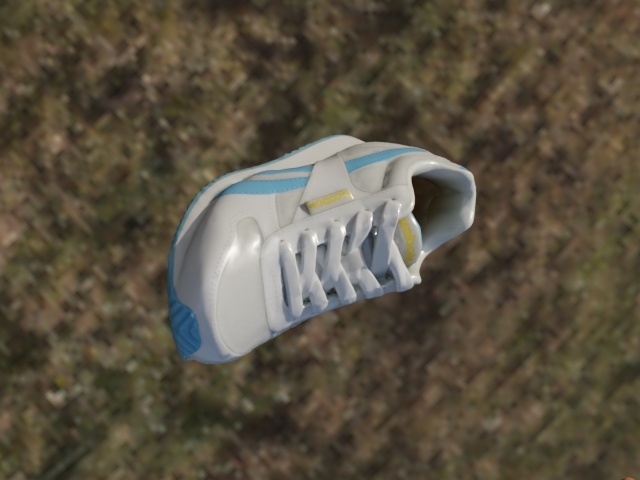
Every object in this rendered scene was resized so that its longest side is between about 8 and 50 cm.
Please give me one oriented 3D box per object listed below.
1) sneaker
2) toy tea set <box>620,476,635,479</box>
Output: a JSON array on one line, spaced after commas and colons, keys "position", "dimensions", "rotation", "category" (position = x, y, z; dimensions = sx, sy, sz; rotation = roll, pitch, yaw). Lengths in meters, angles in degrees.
[{"position": [0.000, 0.000, 1.070], "dimensions": [0.229, 0.092, 0.087], "rotation": [-37, 127, -48], "category": "sneaker"}, {"position": [0.157, 0.303, 1.216], "dimensions": [0.336, 0.124, 0.200], "rotation": [-54, 174, -4], "category": "toy tea set"}]
